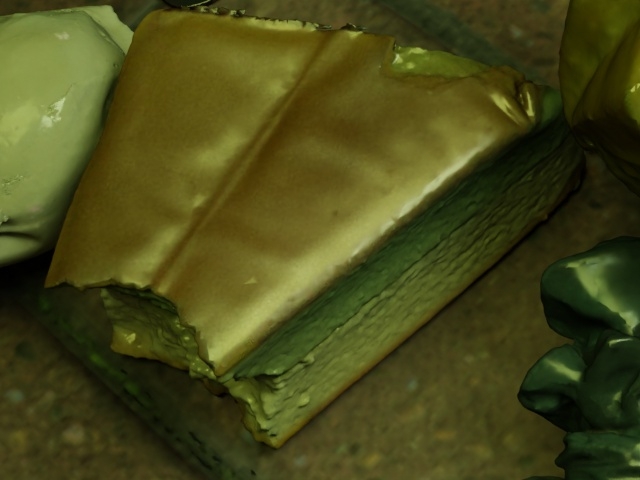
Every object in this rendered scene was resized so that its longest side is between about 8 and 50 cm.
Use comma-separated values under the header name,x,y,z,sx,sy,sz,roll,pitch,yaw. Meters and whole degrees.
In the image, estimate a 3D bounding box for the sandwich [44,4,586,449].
name,x,y,z,sx,sy,sz,roll,pitch,yaw
sandwich,0.000,0.000,0.809,0.220,0.108,0.186,9,67,17

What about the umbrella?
name,x,y,z,sx,sy,sz,roll,pitch,yaw
umbrella,0.103,0.160,0.708,0.143,0.094,0.349,23,75,30

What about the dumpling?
name,x,y,z,sx,sy,sz,roll,pitch,yaw
dumpling,-0.162,-0.061,0.887,0.199,0.118,0.136,-34,60,-27

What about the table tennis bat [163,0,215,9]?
name,x,y,z,sx,sy,sz,roll,pitch,yaw
table tennis bat,-0.076,-0.167,0.970,0.050,0.007,0.083,-22,62,6

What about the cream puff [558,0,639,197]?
name,x,y,z,sx,sy,sz,roll,pitch,yaw
cream puff,0.252,-0.050,0.689,0.270,0.323,0.274,-21,79,41
